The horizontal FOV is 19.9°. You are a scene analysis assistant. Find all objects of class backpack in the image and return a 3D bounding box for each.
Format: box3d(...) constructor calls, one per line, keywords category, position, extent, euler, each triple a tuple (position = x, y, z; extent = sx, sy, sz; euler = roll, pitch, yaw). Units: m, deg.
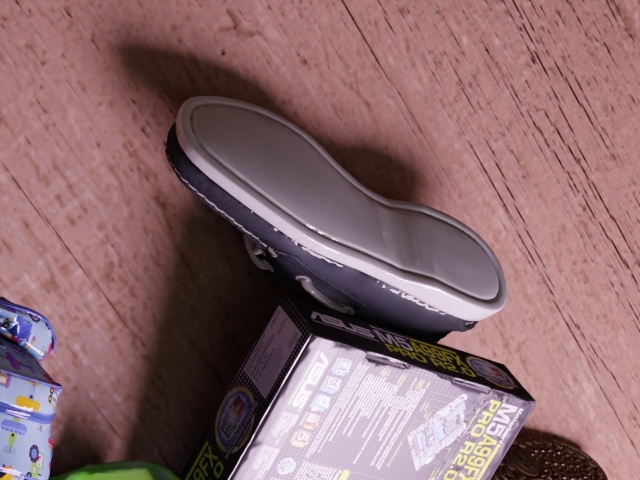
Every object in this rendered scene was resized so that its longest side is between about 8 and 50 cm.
box3d(category="backpack", position=(-0.237, 0.085, 1.154), extent=(0.158, 0.173, 0.117), euler=(25, 88, -32))

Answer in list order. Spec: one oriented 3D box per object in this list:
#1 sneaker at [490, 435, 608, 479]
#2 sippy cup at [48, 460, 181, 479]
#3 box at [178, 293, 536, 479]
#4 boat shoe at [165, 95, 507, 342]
box3d(category="sneaker", position=(0.150, 0.212, 1.494), extent=(0.192, 0.064, 0.086), euler=(5, 131, -48))
box3d(category="sippy cup", position=(-0.203, 0.287, 1.191), extent=(0.240, 0.224, 0.305), euler=(13, 93, -34))
box3d(category="box", position=(0.004, 0.190, 1.351), extent=(0.216, 0.060, 0.270), euler=(18, 109, -34))
box3d(category="boat shoe", position=(0.000, 0.000, 1.323), extent=(0.302, 0.114, 0.091), euler=(31, 128, -27))
